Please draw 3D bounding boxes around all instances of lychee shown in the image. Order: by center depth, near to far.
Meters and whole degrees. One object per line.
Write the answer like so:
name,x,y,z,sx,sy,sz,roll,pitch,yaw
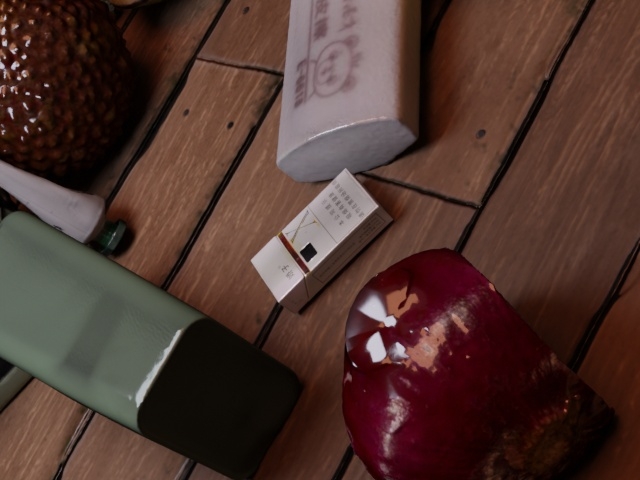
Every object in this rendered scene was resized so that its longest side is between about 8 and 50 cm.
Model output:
lychee,-0.395,-0.226,1.658,0.276,0.276,0.304,-26,87,24

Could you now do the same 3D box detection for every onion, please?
onion,0.110,0.134,1.080,0.207,0.206,0.216,-51,44,1

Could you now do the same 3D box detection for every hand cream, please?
hand cream,-0.400,-0.085,1.540,0.076,0.336,0.121,-59,18,-3

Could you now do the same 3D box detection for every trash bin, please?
trash bin,-0.216,0.122,1.344,0.343,0.223,0.158,24,80,42

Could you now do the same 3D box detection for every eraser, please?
eraser,0.037,-0.214,1.440,0.174,0.095,0.270,-17,53,33

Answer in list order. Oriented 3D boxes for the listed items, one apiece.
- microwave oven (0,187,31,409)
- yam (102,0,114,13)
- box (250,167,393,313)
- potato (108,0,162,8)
microwave oven,-0.527,0.002,1.534,0.247,0.394,0.333,-50,45,2
yam,-0.395,-0.372,1.876,0.107,0.107,0.183,-53,42,-1
box,0.000,0.000,1.369,0.154,0.040,0.084,-44,46,6
potato,-0.220,-0.460,1.784,0.239,0.116,0.299,-11,67,37
